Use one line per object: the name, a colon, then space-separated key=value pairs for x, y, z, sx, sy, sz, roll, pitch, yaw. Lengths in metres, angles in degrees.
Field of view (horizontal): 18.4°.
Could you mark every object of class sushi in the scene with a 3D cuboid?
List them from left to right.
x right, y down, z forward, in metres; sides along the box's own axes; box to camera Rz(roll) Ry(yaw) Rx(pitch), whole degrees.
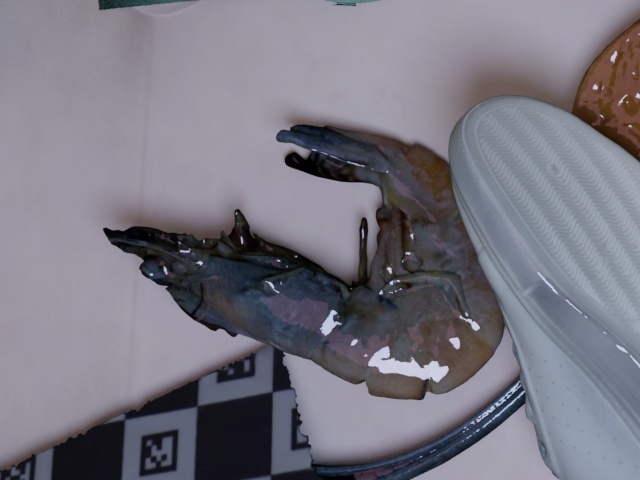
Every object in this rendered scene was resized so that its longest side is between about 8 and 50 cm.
sushi: x=-0.123 y=0.280 z=1.417 sx=0.339 sy=0.069 sz=0.320 roll=-27 pitch=56 yaw=15

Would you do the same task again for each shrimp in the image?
shrimp: x=-0.001 y=-0.001 z=1.401 sx=0.289 sy=0.075 sz=0.178 roll=21 pitch=85 yaw=19

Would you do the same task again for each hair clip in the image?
hair clip: x=0.077 y=0.142 z=1.402 sx=0.229 sy=0.039 sz=0.070 roll=-27 pitch=77 yaw=13

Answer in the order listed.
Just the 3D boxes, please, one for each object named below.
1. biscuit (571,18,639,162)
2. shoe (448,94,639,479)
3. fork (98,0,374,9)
biscuit: x=0.309 y=-0.060 z=1.310 sx=0.288 sy=0.044 sz=0.202 roll=6 pitch=94 yaw=17
shoe: x=0.186 y=0.078 z=1.308 sx=0.363 sy=0.132 sz=0.160 roll=55 pitch=146 yaw=6
fork: x=-0.059 y=-0.182 z=1.442 sx=0.235 sy=0.021 sz=0.039 roll=-4 pitch=87 yaw=18
